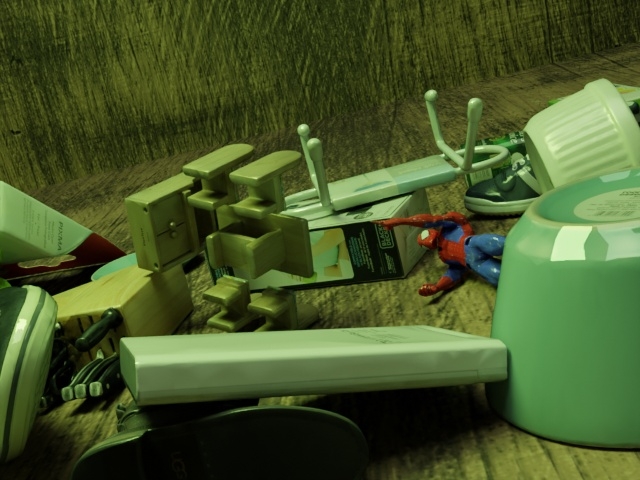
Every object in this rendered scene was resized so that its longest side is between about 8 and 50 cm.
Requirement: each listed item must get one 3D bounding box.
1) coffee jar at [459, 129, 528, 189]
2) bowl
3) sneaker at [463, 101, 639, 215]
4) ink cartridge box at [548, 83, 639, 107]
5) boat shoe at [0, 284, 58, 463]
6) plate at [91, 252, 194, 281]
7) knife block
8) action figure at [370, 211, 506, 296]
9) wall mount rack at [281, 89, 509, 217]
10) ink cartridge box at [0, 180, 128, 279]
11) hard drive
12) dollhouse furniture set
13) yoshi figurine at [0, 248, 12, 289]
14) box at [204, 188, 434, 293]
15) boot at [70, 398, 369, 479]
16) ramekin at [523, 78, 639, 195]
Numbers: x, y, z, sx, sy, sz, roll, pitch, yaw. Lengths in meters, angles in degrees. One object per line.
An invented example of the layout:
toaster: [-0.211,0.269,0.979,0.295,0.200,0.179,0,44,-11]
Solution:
coffee jar: [0.326,-0.139,1.637,0.184,0.079,0.096,-12,15,7]
bowl: [0.282,0.034,0.858,0.311,0.163,0.311,-13,15,4]
sneaker: [0.335,-0.127,1.429,0.282,0.153,0.099,-7,15,25]
ink cartridge box: [0.548,-0.218,1.691,0.255,0.097,0.189,-16,14,-5]
boat shoe: [-0.403,0.124,1.065,0.156,0.187,0.500,16,-8,-29]
plate: [-0.285,0.044,1.637,0.188,0.024,0.188,-14,14,3]
knife block: [-0.245,0.109,1.224,0.276,0.088,0.242,-22,17,-29]
action figure: [0.161,0.022,1.149,0.139,0.091,0.280,-10,12,-20]
wall mount rack: [0.089,-0.120,1.337,0.350,0.130,0.304,-15,15,-2]
ink cartridge box: [-0.544,0.028,1.642,0.308,0.091,0.385,-9,-22,18]
hard drive: [-0.017,0.106,0.886,0.307,0.040,0.203,-2,0,-15]
dollhouse furniture set: [-0.095,-0.019,1.230,0.242,0.212,0.161,12,29,36]
yoshi figurine: [-0.594,0.117,1.465,0.362,0.203,0.203,-21,-24,23]
box: [0.000,0.000,1.404,0.290,0.087,0.169,-7,16,23]
boot: [-0.083,0.162,0.881,0.263,0.091,0.229,-6,8,7]
ramekin: [0.322,-0.077,1.176,0.109,0.207,0.207,-21,13,8]
